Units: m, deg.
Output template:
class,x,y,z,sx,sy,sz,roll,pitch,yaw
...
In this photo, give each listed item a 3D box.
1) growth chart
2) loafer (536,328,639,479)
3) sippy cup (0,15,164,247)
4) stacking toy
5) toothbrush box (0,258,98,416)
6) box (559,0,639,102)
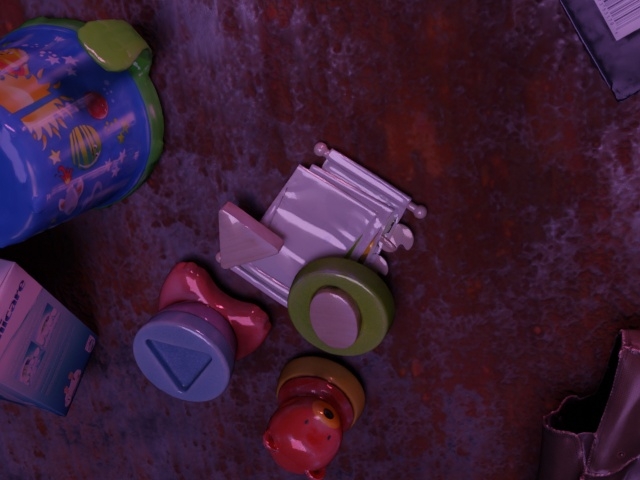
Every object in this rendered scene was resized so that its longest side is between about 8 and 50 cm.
class,x,y,z,sx,sy,sz,roll,pitch,yaw
growth chart,0.000,0.000,0.935,0.172,0.021,0.237,39,119,-6
loafer,0.313,0.243,0.917,0.130,0.134,0.366,29,110,5
sippy cup,-0.324,-0.109,0.857,0.240,0.224,0.305,16,118,7
stacking toy,-0.072,0.133,0.941,0.309,0.130,0.279,28,127,1
toothbrush box,-0.438,0.108,0.964,0.216,0.126,0.295,13,159,10
box,0.257,-0.225,0.672,0.093,0.158,0.156,-28,106,26
